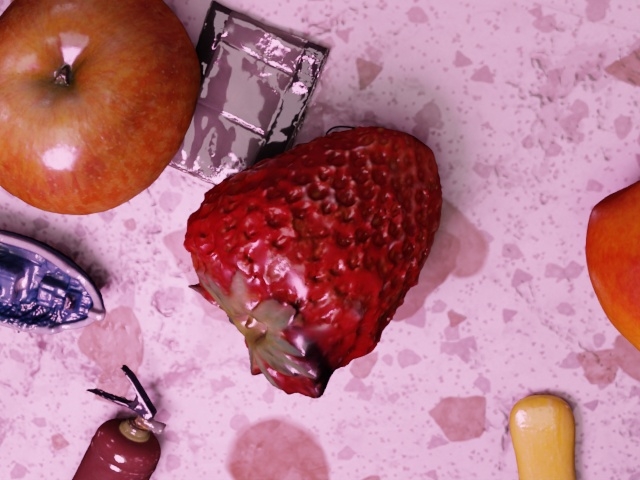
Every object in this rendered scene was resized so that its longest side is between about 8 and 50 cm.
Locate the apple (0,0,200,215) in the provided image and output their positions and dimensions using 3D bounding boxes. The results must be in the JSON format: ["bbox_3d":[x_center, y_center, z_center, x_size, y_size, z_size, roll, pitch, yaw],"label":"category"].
[{"bbox_3d":[-0.300,-0.182,1.661,0.278,0.250,0.309,5,104,15],"label":"apple"}]

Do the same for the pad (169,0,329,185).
[{"bbox_3d":[-0.107,-0.178,1.756,0.174,0.022,0.233,23,108,3],"label":"pad"}]

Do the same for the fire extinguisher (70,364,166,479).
[{"bbox_3d":[-0.316,0.334,1.906,0.138,0.102,0.344,28,109,2],"label":"fire extinguisher"}]

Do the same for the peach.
[{"bbox_3d":[0.473,0.037,1.588,0.308,0.289,0.288,11,109,1],"label":"peach"}]

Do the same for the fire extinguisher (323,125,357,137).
[{"bbox_3d":[0.038,-0.132,1.743,0.083,0.025,0.038,4,70,8],"label":"fire extinguisher"}]

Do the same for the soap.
[{"bbox_3d":[0.305,0.289,1.822,0.089,0.033,0.168,-1,107,12],"label":"soap"}]

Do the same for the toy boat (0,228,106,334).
[{"bbox_3d":[-0.435,0.056,1.820,0.309,0.142,0.129,17,107,5],"label":"toy boat"}]

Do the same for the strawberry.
[{"bbox_3d":[-0.010,0.008,1.691,0.292,0.310,0.291,24,141,21],"label":"strawberry"}]
